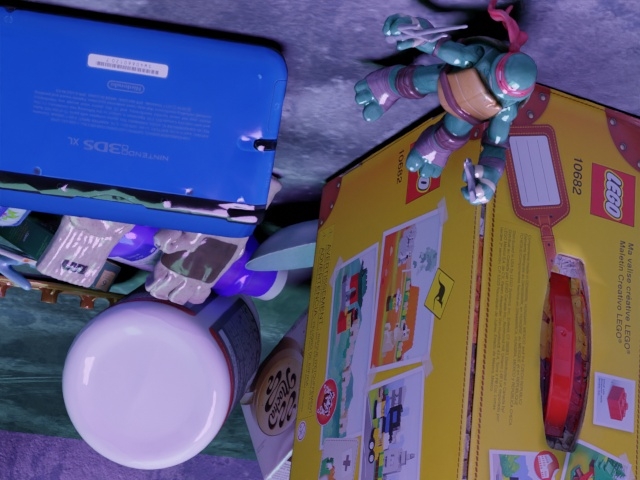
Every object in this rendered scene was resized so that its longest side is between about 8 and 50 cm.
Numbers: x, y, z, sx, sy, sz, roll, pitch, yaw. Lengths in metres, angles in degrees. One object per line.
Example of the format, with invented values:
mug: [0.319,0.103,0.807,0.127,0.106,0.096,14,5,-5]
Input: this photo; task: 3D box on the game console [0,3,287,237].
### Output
game console: [-0.194,-0.106,1.308,0.293,0.250,0.173,8,-159,-7]

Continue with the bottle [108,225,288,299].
bottle: [-0.161,0.007,1.668,0.118,0.092,0.283,-7,158,45]

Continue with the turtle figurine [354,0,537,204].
turtle figurine: [0.120,-0.120,1.138,0.118,0.175,0.234,-27,-175,-19]

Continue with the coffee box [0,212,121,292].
coffee box: [-0.345,0.000,1.661,0.184,0.040,0.113,28,178,37]

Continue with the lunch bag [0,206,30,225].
lunch bag: [-0.389,-0.083,1.481,0.176,0.090,0.219,11,162,-25]

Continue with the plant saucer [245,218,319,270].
plant saucer: [0.000,0.000,1.638,0.195,0.037,0.195,-9,170,-2]

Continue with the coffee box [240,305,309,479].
coffee box: [0.029,0.183,1.810,0.118,0.168,0.297,19,123,-34]

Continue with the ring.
ring: [-0.428,0.071,1.915,0.336,0.032,0.336,8,176,0]

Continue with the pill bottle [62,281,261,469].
pill bottle: [-0.191,0.153,1.764,0.210,0.210,0.363,3,-172,7]

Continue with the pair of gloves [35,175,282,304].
pair of gloves: [-0.183,-0.023,1.519,0.240,0.042,0.204,13,121,-34]

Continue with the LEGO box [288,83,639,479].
LEGO box: [0.138,0.141,1.342,0.193,0.500,0.372,15,160,-23]

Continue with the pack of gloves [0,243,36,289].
pack of gloves: [-0.444,0.016,1.697,0.232,0.046,0.195,19,177,14]
